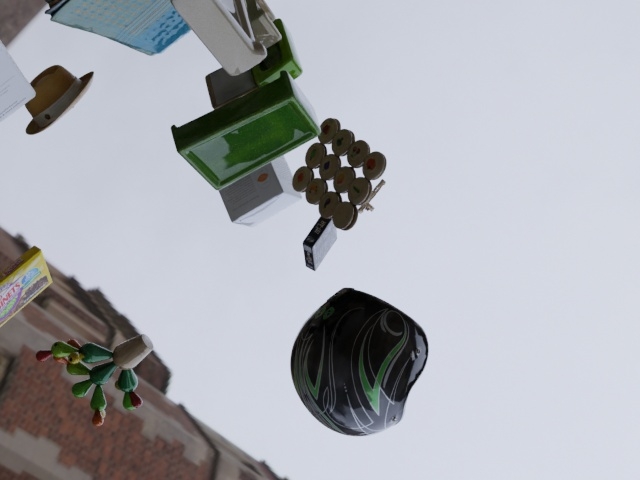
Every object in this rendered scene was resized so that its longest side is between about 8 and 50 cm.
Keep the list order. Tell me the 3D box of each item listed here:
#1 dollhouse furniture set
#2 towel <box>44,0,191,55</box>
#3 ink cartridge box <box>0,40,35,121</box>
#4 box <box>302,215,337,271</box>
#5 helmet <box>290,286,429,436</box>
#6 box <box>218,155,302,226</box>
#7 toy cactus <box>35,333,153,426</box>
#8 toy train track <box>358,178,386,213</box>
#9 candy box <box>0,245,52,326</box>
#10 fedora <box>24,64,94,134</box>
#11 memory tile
[{"bbox_3d":[-0.142,-0.232,1.038,0.151,0.301,0.198,-25,-124,12],"label":"dollhouse furniture set"},{"bbox_3d":[-0.216,-0.433,1.451,0.370,0.271,0.040,-33,-109,24],"label":"towel"},{"bbox_3d":[-0.631,-0.348,1.524,0.129,0.307,0.223,-42,-110,-13],"label":"ink cartridge box"},{"bbox_3d":[0.000,0.000,1.391,0.018,0.083,0.067,27,-112,16],"label":"box"},{"bbox_3d":[0.042,0.161,1.175,0.169,0.169,0.162,7,-119,49],"label":"helmet"},{"bbox_3d":[-0.137,-0.133,1.859,0.130,0.091,0.171,-29,-106,19],"label":"box"},{"bbox_3d":[-0.384,0.233,1.670,0.180,0.219,0.112,-35,-154,12],"label":"toy cactus"},{"bbox_3d":[0.104,-0.088,1.862,0.083,0.048,0.014,-52,-152,-3],"label":"toy train track"},{"bbox_3d":[-0.628,0.110,1.851,0.027,0.105,0.206,25,-128,25],"label":"candy box"},{"bbox_3d":[-0.555,-0.302,1.907,0.194,0.079,0.194,-32,-152,20],"label":"fedora"},{"bbox_3d":[0.020,-0.088,1.200,0.148,0.012,0.113,43,-72,46],"label":"memory tile"}]
